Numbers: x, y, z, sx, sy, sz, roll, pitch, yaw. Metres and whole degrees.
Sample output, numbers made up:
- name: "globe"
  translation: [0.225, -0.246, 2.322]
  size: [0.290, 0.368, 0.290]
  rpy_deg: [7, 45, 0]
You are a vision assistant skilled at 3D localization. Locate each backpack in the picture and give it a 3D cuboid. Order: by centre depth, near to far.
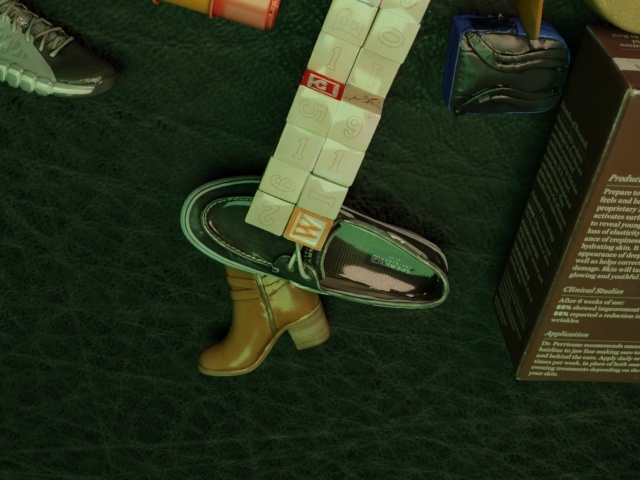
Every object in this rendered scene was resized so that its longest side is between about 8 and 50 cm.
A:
- name: "backpack"
  translation: [0.192, -0.190, 0.901]
  size: [0.120, 0.101, 0.098]
  rpy_deg: [2, 128, -3]

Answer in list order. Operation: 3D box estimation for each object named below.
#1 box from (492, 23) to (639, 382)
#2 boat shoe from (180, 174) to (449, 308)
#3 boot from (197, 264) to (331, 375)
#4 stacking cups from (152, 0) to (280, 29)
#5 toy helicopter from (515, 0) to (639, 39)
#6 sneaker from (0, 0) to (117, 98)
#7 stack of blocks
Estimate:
- name: "box"
  translation: [0.327, -0.022, 0.920]
  size: [0.191, 0.143, 0.381]
  rpy_deg: [3, 131, -8]
- name: "boat shoe"
  translation: [0.000, 0.000, 1.023]
  size: [0.335, 0.119, 0.121]
  rpy_deg: [12, 96, -6]
- name: "boot"
  translation: [-0.098, 0.087, 1.140]
  size: [0.197, 0.073, 0.152]
  rpy_deg: [-22, 113, 9]
- name: "stacking cups"
  translation: [-0.192, -0.303, 0.904]
  size: [0.316, 0.096, 0.096]
  rpy_deg: [14, 123, -3]
- name: "toy helicopter"
  translation: [0.226, -0.313, 0.708]
  size: [0.235, 0.140, 0.355]
  rpy_deg: [-37, 124, 11]
- name: "sneaker"
  translation: [-0.334, -0.245, 0.962]
  size: [0.229, 0.086, 0.132]
  rpy_deg: [15, 120, 1]
- name: "stack of blocks"
  translation: [0.023, -0.160, 0.906]
  size: [0.087, 0.171, 0.297]
  rpy_deg: [22, 122, -5]
